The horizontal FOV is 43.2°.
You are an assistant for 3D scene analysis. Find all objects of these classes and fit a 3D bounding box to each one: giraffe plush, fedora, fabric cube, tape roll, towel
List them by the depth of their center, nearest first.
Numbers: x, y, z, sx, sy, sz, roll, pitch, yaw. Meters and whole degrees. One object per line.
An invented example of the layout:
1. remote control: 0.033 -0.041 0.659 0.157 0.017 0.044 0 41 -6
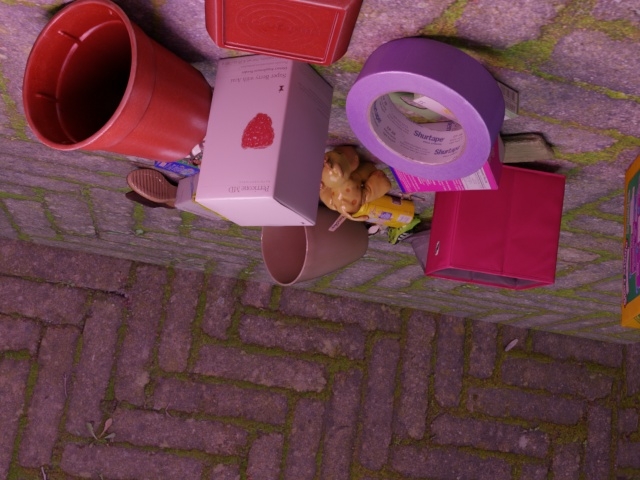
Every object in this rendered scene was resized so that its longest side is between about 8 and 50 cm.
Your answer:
1. tape roll: 0.188 -0.231 1.460 0.275 0.090 0.275 21 152 12
2. towel: 0.429 -0.203 1.777 0.148 0.027 0.110 -1 163 35
3. giraffe plush: 0.049 -0.154 1.944 0.181 0.210 0.170 2 137 33
4. fabric cube: 0.412 -0.030 1.947 0.259 0.258 0.254 9 173 -5
5. fedora: 0.383 0.040 2.498 0.243 0.124 0.275 4 165 -34

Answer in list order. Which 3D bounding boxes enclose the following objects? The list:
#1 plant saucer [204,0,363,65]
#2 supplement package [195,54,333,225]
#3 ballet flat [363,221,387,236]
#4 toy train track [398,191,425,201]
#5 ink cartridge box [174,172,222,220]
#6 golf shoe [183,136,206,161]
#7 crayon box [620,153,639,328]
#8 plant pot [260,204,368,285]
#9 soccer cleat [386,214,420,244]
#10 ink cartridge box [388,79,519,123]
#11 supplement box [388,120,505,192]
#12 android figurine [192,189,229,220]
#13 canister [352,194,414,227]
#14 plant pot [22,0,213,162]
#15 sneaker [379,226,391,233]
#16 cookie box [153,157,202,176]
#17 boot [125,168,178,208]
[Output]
1. plant saucer: -0.068 -0.369 1.340 0.258 0.048 0.259 9 165 -5
2. supplement package: -0.103 -0.190 1.564 0.177 0.293 0.175 0 164 27
3. ballet flat: 0.157 -0.039 2.509 0.057 0.052 0.168 49 154 -3
4. toy train track: 0.253 -0.117 2.238 0.083 0.014 0.048 14 165 -26
5. ink cartridge box: -0.299 -0.131 2.319 0.154 0.093 0.212 19 160 -34
6. golf shoe: -0.267 -0.263 1.810 0.120 0.105 0.273 36 147 -31
7. crayon box: 0.711 -0.017 1.668 0.106 0.363 0.313 5 166 9
8. plant pot: 0.000 0.000 2.446 0.274 0.256 0.256 -3 174 -36
9. soccer cleat: 0.254 -0.031 2.470 0.072 0.060 0.179 -6 162 -15
10. ink cartridge box: 0.241 -0.266 1.572 0.171 0.056 0.235 18 161 -37
11. supplement box: 0.271 -0.179 1.732 0.220 0.111 0.114 0 147 27
12. android figurine: -0.205 -0.094 2.132 0.248 0.056 0.273 3 169 17
13. canister: 0.165 -0.089 2.281 0.170 0.073 0.126 12 166 -21
14. plant pot: -0.354 -0.271 1.500 0.272 0.272 0.265 -1 172 30
15. sneaker: 0.205 -0.046 2.533 0.037 0.032 0.083 -13 167 -14
16. cookie box: -0.376 -0.209 2.152 0.107 0.040 0.092 15 164 -29
17. boot: -0.520 -0.140 2.402 0.207 0.090 0.248 -7 164 39
